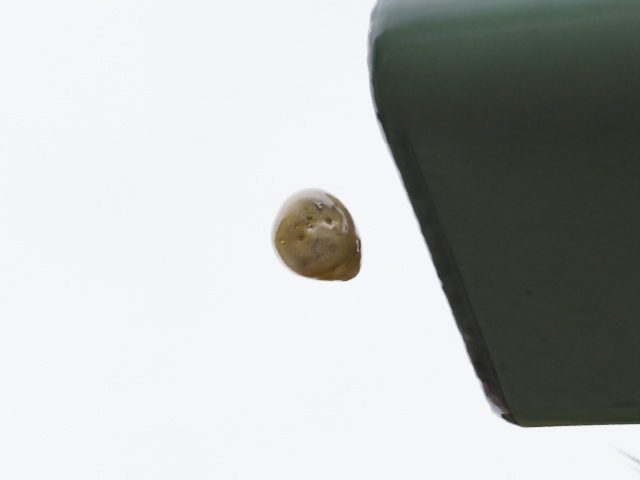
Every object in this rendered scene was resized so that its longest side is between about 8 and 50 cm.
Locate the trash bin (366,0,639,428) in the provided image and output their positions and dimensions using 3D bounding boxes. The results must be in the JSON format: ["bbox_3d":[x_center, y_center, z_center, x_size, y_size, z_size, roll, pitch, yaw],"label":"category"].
[{"bbox_3d":[0.219,-0.064,0.351,0.344,0.223,0.158,-1,-49,26],"label":"trash bin"}]

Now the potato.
[{"bbox_3d":[0.000,0.000,0.917,0.062,0.083,0.068,14,-107,27],"label":"potato"}]
